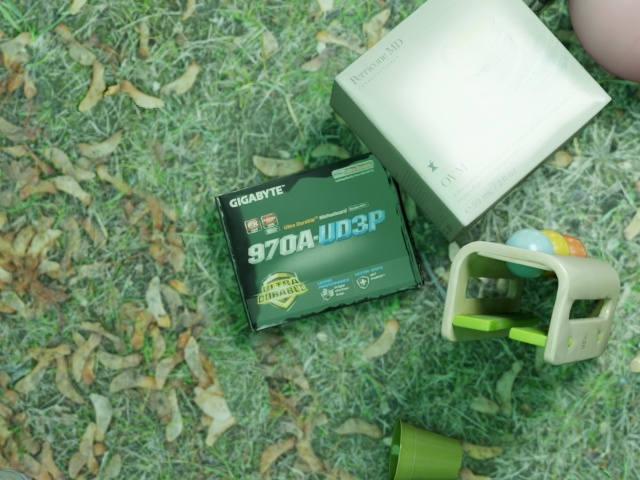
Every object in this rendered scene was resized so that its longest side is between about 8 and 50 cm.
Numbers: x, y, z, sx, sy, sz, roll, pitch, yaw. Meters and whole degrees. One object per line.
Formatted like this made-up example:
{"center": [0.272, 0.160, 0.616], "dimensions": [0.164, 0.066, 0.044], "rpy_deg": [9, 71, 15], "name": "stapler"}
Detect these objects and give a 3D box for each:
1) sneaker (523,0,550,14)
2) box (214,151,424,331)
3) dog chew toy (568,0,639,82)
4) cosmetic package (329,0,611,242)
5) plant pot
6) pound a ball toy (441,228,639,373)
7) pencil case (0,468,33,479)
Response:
{"center": [0.262, -0.397, 1.619], "dimensions": [0.106, 0.101, 0.267], "rpy_deg": [21, 96, 30], "name": "sneaker"}
{"center": [0.000, 0.000, 1.680], "dimensions": [0.220, 0.051, 0.175], "rpy_deg": [-15, 89, 9], "name": "box"}
{"center": [0.447, -0.234, 1.536], "dimensions": [0.332, 0.206, 0.206], "rpy_deg": [31, 96, -1], "name": "dog chew toy"}
{"center": [0.166, -0.159, 1.582], "dimensions": [0.224, 0.138, 0.225], "rpy_deg": [-41, 84, -7], "name": "cosmetic package"}
{"center": [0.127, 0.261, 1.660], "dimensions": [0.079, 0.083, 0.083], "rpy_deg": [9, 93, -4], "name": "plant pot"}
{"center": [0.286, 0.063, 1.527], "dimensions": [0.208, 0.319, 0.136], "rpy_deg": [12, 93, 24], "name": "pound a ball toy"}
{"center": [-0.411, 0.331, 1.645], "dimensions": [0.124, 0.273, 0.113], "rpy_deg": [-23, 82, -1], "name": "pencil case"}
